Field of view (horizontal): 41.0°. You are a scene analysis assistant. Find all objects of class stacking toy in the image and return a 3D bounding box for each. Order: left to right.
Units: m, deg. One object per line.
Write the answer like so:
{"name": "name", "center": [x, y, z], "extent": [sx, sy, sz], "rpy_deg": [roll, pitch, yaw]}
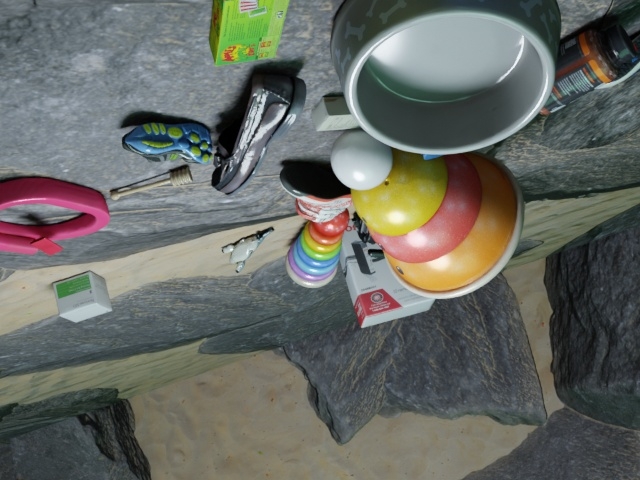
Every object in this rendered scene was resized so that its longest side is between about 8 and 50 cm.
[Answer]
{"name": "stacking toy", "center": [0.000, 0.000, 2.147], "extent": [0.141, 0.141, 0.330], "rpy_deg": [-12, 159, -15]}
{"name": "stacking toy", "center": [0.175, -0.107, 1.772], "extent": [0.350, 0.351, 0.480], "rpy_deg": [-26, 145, 28]}

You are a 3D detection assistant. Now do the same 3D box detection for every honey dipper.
{"name": "honey dipper", "center": [-0.324, -0.104, 1.638], "extent": [0.160, 0.030, 0.030], "rpy_deg": [-17, 164, 4]}

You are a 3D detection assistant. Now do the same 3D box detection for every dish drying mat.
{"name": "dish drying mat", "center": [-0.529, 0.010, 1.659], "extent": [0.032, 0.008, 0.083], "rpy_deg": [-21, 162, 2]}

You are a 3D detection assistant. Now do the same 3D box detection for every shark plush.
{"name": "shark plush", "center": [-0.182, 0.007, 2.161], "extent": [0.161, 0.073, 0.067], "rpy_deg": [-50, 169, 27]}

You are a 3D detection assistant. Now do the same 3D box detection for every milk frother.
{"name": "milk frother", "center": [0.160, -0.036, 2.172], "extent": [0.134, 0.143, 0.129], "rpy_deg": [2, 130, -18]}

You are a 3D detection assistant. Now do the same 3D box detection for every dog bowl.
{"name": "dog bowl", "center": [0.188, -0.261, 1.280], "extent": [0.348, 0.102, 0.349], "rpy_deg": [0, 147, 0]}

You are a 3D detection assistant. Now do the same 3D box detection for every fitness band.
{"name": "fitness band", "center": [-0.528, -0.045, 1.597], "extent": [0.209, 0.054, 0.291], "rpy_deg": [-27, 162, 22]}

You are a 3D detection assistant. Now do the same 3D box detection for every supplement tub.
{"name": "supplement tub", "center": [0.478, -0.321, 1.590], "extent": [0.198, 0.106, 0.106], "rpy_deg": [-27, 161, 33]}

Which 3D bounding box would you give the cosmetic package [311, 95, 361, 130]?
{"name": "cosmetic package", "center": [0.048, -0.233, 1.562], "extent": [0.115, 0.041, 0.060], "rpy_deg": [-7, 162, -29]}

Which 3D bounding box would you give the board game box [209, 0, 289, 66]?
{"name": "board game box", "center": [-0.097, -0.308, 1.165], "extent": [0.092, 0.043, 0.181], "rpy_deg": [-12, 163, -15]}

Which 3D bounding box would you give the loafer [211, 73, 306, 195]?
{"name": "loafer", "center": [-0.132, -0.186, 1.471], "extent": [0.095, 0.109, 0.302], "rpy_deg": [15, 144, -26]}

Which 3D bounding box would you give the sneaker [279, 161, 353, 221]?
{"name": "sneaker", "center": [-0.021, -0.095, 1.861], "extent": [0.145, 0.090, 0.270], "rpy_deg": [-33, 160, 37]}

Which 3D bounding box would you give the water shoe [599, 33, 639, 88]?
{"name": "water shoe", "center": [0.616, -0.355, 1.675], "extent": [0.203, 0.073, 0.080], "rpy_deg": [-28, 163, 36]}

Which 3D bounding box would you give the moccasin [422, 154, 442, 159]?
{"name": "moccasin", "center": [0.250, -0.268, 1.533], "extent": [0.137, 0.117, 0.342], "rpy_deg": [-22, 162, -24]}

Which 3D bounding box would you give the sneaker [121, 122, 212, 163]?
{"name": "sneaker", "center": [-0.257, -0.167, 1.463], "extent": [0.078, 0.067, 0.188], "rpy_deg": [-2, 178, 39]}

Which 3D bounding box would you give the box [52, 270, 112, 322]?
{"name": "box", "center": [-0.576, 0.137, 2.075], "extent": [0.101, 0.087, 0.102], "rpy_deg": [-18, 164, 3]}

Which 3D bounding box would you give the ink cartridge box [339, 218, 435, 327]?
{"name": "ink cartridge box", "center": [0.164, 0.067, 2.263], "extent": [0.197, 0.273, 0.114], "rpy_deg": [-14, 160, -9]}
